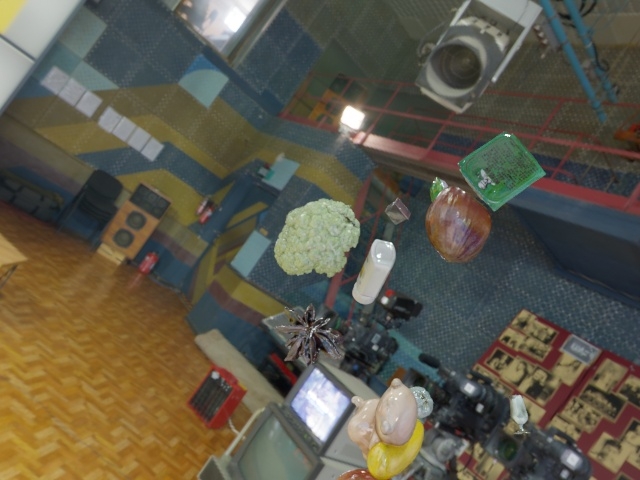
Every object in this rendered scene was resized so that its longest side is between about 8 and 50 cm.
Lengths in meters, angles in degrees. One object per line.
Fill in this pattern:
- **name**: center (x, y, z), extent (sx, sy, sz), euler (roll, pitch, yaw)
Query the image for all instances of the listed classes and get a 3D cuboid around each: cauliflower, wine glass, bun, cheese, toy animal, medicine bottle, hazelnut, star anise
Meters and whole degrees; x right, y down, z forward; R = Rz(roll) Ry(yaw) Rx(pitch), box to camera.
- **cauliflower**: center (0.000, 0.000, 1.693), extent (0.276, 0.272, 0.250), euler (11, -10, 21)
- **wine glass**: center (0.433, 0.382, 1.115), extent (0.039, 0.083, 0.042), euler (2, -23, -12)
- **bun**: center (0.436, 0.707, 2.238), extent (0.141, 0.083, 0.140), euler (15, 43, -14)
- **cheese**: center (0.590, -0.174, 2.414), extent (0.320, 0.083, 0.203), euler (-102, 177, -45)
- **toy animal**: center (0.192, 0.648, 1.747), extent (0.247, 0.277, 0.344), euler (16, -43, 37)
- **medicine bottle**: center (0.219, 0.140, 2.112), extent (0.111, 0.161, 0.296), euler (13, -41, -2)
- **hazelnut**: center (0.383, -0.042, 1.435), extent (0.212, 0.180, 0.181), euler (28, 20, -36)
- **star anise**: center (-0.038, 0.329, 1.757), extent (0.283, 0.212, 0.129), euler (38, -37, 22)

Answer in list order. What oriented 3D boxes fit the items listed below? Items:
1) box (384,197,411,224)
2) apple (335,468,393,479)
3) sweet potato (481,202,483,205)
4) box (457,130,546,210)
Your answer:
- **box**: center (0.295, -0.108, 1.944), extent (0.084, 0.063, 0.060), euler (49, 31, -9)
- **apple**: center (0.171, 1.020, 1.835), extent (0.364, 0.363, 0.364), euler (34, -3, 2)
- **sweet potato**: center (0.680, -0.134, 2.261), extent (0.153, 0.041, 0.038), euler (-13, 27, -36)
- **box**: center (0.782, -0.298, 2.247), extent (0.264, 0.337, 0.106), euler (54, -15, 11)
